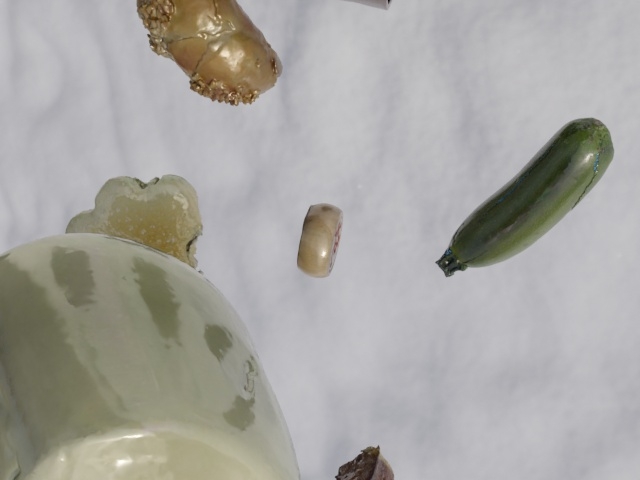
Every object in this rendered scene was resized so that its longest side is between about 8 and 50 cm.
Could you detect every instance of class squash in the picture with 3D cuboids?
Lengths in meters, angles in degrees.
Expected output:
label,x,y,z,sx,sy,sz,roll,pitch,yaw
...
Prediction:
label,x,y,z,sx,sy,sz,roll,pitch,yaw
squash,0.249,-0.037,1.355,0.331,0.087,0.087,-45,68,43

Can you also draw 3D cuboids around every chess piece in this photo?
label,x,y,z,sx,sy,sz,roll,pitch,yaw
chess piece,0.000,0.000,1.196,0.038,0.084,0.084,10,119,7

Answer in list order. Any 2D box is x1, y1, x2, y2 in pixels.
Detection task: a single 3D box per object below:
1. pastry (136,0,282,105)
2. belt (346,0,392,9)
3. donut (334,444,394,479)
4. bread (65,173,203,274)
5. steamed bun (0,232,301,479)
label,x,y,z,sx,sy,sz,roll,pitch,yaw
pastry,-0.207,-0.356,1.827,0.311,0.162,0.255,50,176,-21
belt,0.060,-0.389,1.350,0.105,0.261,0.184,13,100,4
donut,0.035,0.546,2.160,0.295,0.112,0.151,-36,32,25
bread,-0.250,0.027,1.456,0.039,0.181,0.251,-109,20,-56
steamed bun,-0.167,0.233,1.106,0.371,0.289,0.456,-122,18,-45
